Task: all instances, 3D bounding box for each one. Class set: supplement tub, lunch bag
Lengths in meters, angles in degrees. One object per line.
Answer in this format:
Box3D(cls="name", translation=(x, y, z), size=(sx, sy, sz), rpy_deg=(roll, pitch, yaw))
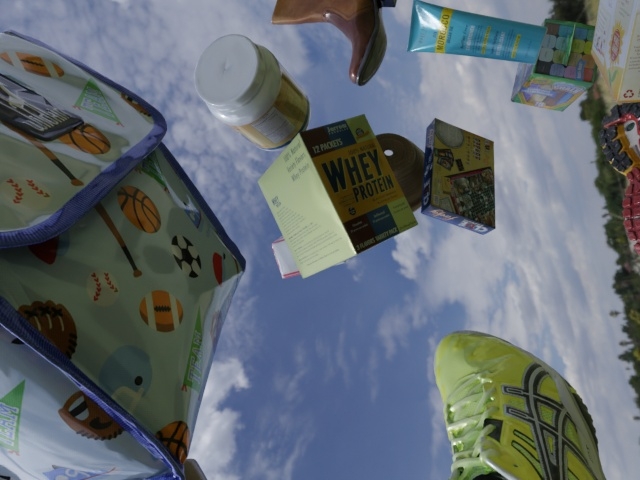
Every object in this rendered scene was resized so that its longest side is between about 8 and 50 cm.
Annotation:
Box3D(cls="supplement tub", translation=(-0.115, -0.257, 0.811), size=(0.199, 0.144, 0.145), rpy_deg=(24, -123, -67))
Box3D(cls="lunch bag", translation=(-0.258, 0.005, 0.433), size=(0.386, 0.238, 0.328), rpy_deg=(60, -164, -26))

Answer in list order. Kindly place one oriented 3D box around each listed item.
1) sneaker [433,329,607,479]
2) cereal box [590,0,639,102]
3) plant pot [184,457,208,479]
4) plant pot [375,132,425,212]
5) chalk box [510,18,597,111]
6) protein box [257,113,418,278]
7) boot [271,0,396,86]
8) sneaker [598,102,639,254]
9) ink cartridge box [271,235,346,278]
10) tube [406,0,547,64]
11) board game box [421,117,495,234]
Box3D(cls="sneaker", translation=(0.194, 0.213, 0.452), size=(0.147, 0.145, 0.385), rpy_deg=(30, -161, -21))
Box3D(cls="cereal box", translation=(0.326, -0.285, 0.452), size=(0.173, 0.047, 0.240), rpy_deg=(-65, -29, -46))
Box3D(cls="plant pot", translation=(-0.285, 0.568, 0.881), size=(0.263, 0.263, 0.229), rpy_deg=(15, -136, -52))
Box3D(cls="plant pot", translation=(0.158, -0.178, 1.087), size=(0.110, 0.237, 0.238), rpy_deg=(84, -168, -60))
Box3D(cls="chalk box", translation=(0.537, -0.400, 1.020), size=(0.213, 0.131, 0.133), rpy_deg=(30, -106, -83))
Box3D(cls="protein box", translation=(0.020, -0.068, 0.777), size=(0.135, 0.199, 0.201), rpy_deg=(-24, -93, -30))
Box3D(cls="boot", translation=(0.011, -0.487, 1.002), size=(0.096, 0.280, 0.264), rpy_deg=(-11, -66, -69))
Box3D(cls="sneaker", translation=(0.383, -0.058, 0.479), size=(0.092, 0.088, 0.226), rpy_deg=(11, -117, -15))
Box3D(cls="ink cartridge box", translation=(0.000, 0.000, 1.082), size=(0.218, 0.158, 0.092), rpy_deg=(-41, -66, -70))
Box3D(cls="tube", translation=(0.240, -0.322, 0.711), size=(0.052, 0.207, 0.080), rpy_deg=(-49, -29, -48))
Box3D(cls="board game box", translation=(0.315, -0.147, 1.028), size=(0.164, 0.042, 0.244), rpy_deg=(18, -118, -13))
